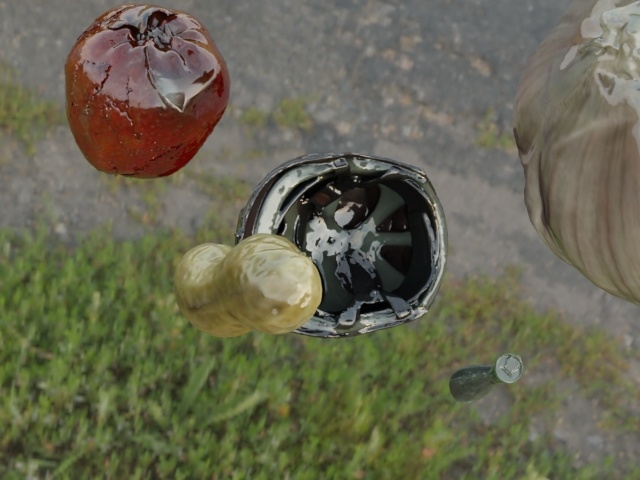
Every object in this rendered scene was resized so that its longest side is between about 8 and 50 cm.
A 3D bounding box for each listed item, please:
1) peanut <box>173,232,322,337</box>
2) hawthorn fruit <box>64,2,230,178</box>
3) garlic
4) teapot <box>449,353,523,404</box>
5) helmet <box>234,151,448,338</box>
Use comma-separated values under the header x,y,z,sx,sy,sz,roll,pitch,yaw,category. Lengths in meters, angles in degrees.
x,y,z,sx,sy,sz,roll,pitch,yaw,category
-0.081,0.047,1.385,0.103,0.229,0.098,-32,106,-35,peanut
-0.154,-0.119,1.161,0.148,0.172,0.148,10,42,-9,hawthorn fruit
0.271,-0.081,0.905,0.259,0.317,0.317,34,27,-45,garlic
0.182,0.149,1.471,0.043,0.111,0.042,7,71,-19,teapot
0.000,0.000,1.674,0.305,0.225,0.177,2,4,-27,helmet
